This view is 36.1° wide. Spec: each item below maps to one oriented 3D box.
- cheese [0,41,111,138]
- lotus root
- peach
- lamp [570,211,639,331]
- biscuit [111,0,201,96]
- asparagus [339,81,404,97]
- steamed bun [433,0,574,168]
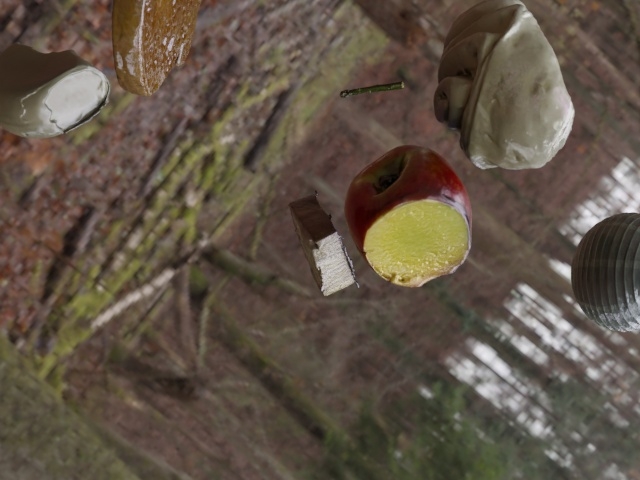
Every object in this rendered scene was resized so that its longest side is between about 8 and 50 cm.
[{"bbox_3d":[-0.449,-0.245,1.556,0.175,0.202,0.091,-37,140,-24],"label":"cheese"},{"bbox_3d":[0.000,0.000,1.794,0.074,0.170,0.261,-24,148,-3],"label":"lotus root"},{"bbox_3d":[0.188,-0.047,1.944,0.248,0.275,0.245,-1,-139,32],"label":"peach"},{"bbox_3d":[0.634,0.061,2.052,0.233,0.233,0.265,147,-42,-74],"label":"lamp"},{"bbox_3d":[-0.206,-0.365,1.330,0.314,0.063,0.368,104,2,-59],"label":"biscuit"},{"bbox_3d":[0.094,-0.279,1.814,0.127,0.015,0.018,-5,-163,25],"label":"asparagus"},{"bbox_3d":[0.345,-0.287,1.943,0.247,0.352,0.339,-25,171,6],"label":"steamed bun"}]
